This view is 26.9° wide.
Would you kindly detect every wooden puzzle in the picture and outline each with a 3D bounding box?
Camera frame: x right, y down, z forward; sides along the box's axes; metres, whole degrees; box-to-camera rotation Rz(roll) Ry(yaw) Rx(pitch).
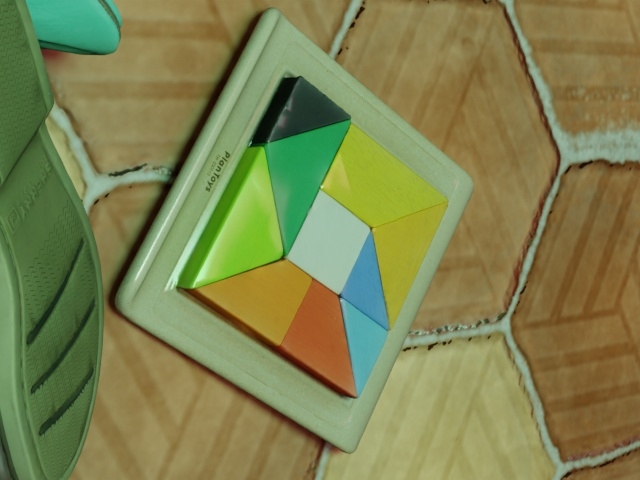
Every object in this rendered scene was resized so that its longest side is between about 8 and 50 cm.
[{"bbox_3d":[0.000,0.000,0.884,0.238,0.044,0.221,38,70,-37],"label":"wooden puzzle"}]

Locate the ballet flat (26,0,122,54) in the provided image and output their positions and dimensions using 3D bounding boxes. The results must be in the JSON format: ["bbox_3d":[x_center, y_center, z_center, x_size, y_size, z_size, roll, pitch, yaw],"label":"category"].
[{"bbox_3d":[-0.207,-0.159,0.661,0.247,0.083,0.087,47,61,-27],"label":"ballet flat"}]

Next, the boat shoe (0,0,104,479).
[{"bbox_3d":[-0.185,0.000,0.681,0.113,0.103,0.302,-65,155,-56],"label":"boat shoe"}]
